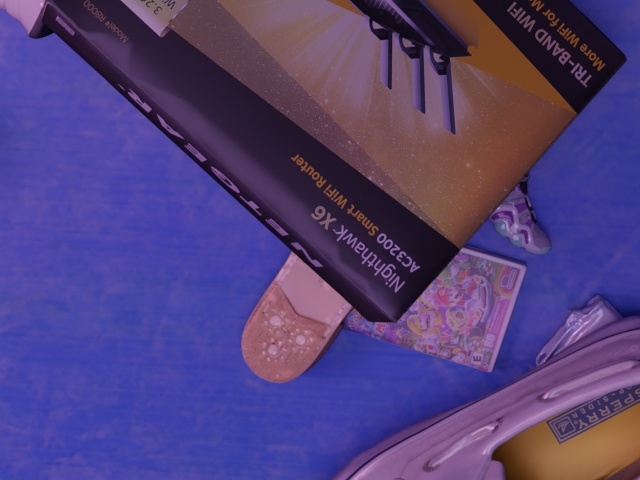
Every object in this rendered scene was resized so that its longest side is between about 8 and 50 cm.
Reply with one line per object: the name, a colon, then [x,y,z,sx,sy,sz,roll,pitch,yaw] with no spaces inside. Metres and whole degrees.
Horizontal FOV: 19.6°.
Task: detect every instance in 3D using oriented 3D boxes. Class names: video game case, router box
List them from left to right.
router box: [0.009,-0.135,1.234,0.309,0.081,0.243,42,81,-8]
video game case: [0.080,0.040,1.359,0.122,0.011,0.087,17,107,0]

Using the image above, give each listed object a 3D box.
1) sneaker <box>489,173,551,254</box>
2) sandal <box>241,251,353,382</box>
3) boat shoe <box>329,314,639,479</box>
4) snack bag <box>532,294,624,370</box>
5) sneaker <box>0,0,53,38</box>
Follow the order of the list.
sneaker: [0.141,-0.040,1.317,0.098,0.038,0.069,40,106,-7]
sandal: [0.006,0.003,1.311,0.088,0.079,0.240,31,107,11]
boat shoe: [0.119,0.192,1.295,0.367,0.156,0.136,-31,98,12]
snack bag: [0.219,0.259,1.400,0.342,0.037,0.323,41,105,-4]
sneaker: [-0.187,-0.288,1.240,0.129,0.111,0.297,23,105,7]
